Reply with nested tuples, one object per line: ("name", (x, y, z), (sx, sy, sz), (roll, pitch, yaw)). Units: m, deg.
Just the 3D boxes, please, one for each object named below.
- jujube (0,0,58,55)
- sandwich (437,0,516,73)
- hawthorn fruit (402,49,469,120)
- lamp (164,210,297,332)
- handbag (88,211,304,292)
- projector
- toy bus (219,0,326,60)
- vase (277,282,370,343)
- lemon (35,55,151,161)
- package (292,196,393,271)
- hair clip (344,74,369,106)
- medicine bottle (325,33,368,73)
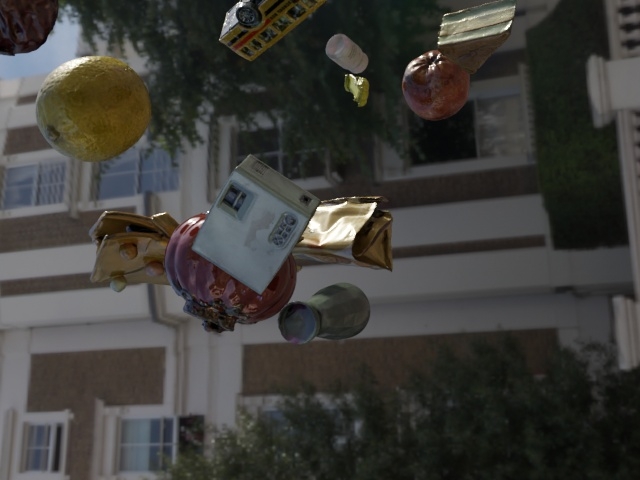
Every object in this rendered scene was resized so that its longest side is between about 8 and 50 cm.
("jujube", (-0.590, -0.495, 1.349), (0.377, 0.258, 0.258), (91, -174, -54))
("sandwich", (0.316, -0.377, 1.471), (0.113, 0.163, 0.079), (24, -108, -41))
("hawthorn fruit", (0.291, -0.382, 1.978), (0.173, 0.172, 0.173), (-5, -90, -72))
("lamp", (-0.151, 0.052, 1.313), (0.227, 0.226, 0.227), (-5, -90, -72))
("handbag", (-0.259, 0.034, 1.607), (0.283, 0.401, 0.133), (141, 134, -61))
("projector", (-0.082, -0.021, 1.012), (0.147, 0.115, 0.061), (-56, 2, 33))
("toy bus", (-0.074, -0.520, 1.674), (0.123, 0.335, 0.121), (37, -137, -29))
("vase", (0.004, 0.108, 1.129), (0.214, 0.086, 0.086), (0, -95, -71))
("lemon", (-0.531, -0.308, 1.864), (0.267, 0.267, 0.267), (-5, -90, -72))
("package", (0.007, -0.032, 1.908), (0.221, 0.311, 0.165), (18, -101, -54))
("hair clip", (0.100, -0.395, 2.088), (0.173, 0.046, 0.072), (-114, 28, -70))
("medicine bottle", (0.053, -0.360, 1.537), (0.089, 0.052, 0.052), (21, -116, -55))
